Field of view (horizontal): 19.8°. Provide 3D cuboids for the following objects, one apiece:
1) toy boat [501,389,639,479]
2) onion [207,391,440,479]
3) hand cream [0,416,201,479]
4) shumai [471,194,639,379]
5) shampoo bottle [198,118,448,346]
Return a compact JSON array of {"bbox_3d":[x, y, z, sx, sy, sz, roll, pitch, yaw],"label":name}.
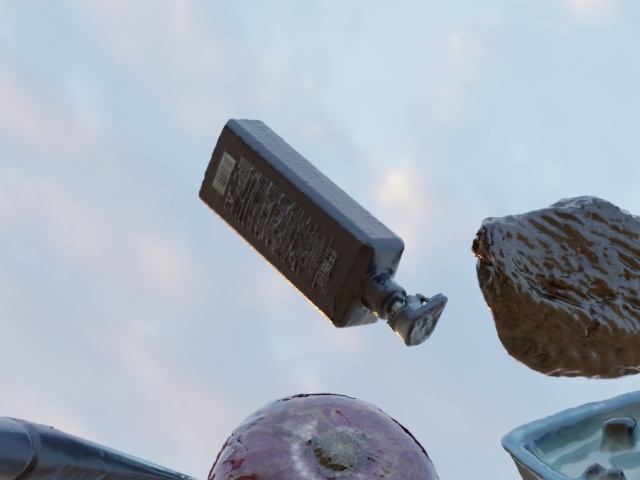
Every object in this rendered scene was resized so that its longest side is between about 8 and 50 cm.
[{"bbox_3d":[0.261,0.112,0.988,0.331,0.145,0.133,-8,-67,24],"label":"toy boat"},{"bbox_3d":[0.003,0.193,1.303,0.177,0.177,0.153,17,-27,22],"label":"onion"},{"bbox_3d":[-0.227,0.204,1.652,0.120,0.061,0.270,-1,-15,37],"label":"hand cream"},{"bbox_3d":[0.241,0.061,1.801,0.218,0.184,0.185,-8,-18,-18],"label":"shumai"},{"bbox_3d":[0.000,0.001,1.728,0.309,0.071,0.098,42,-60,39],"label":"shampoo bottle"}]
